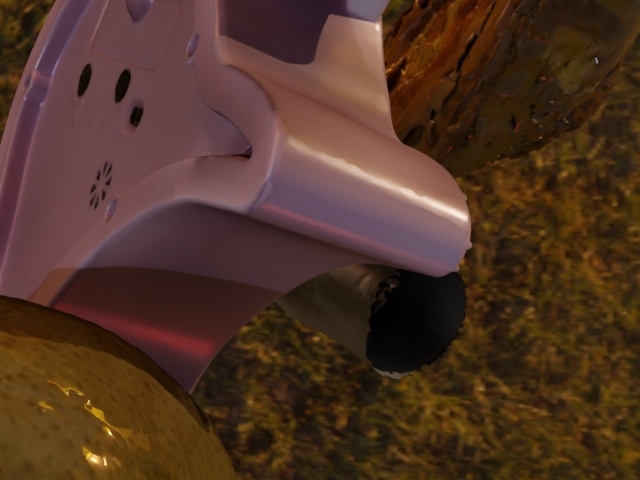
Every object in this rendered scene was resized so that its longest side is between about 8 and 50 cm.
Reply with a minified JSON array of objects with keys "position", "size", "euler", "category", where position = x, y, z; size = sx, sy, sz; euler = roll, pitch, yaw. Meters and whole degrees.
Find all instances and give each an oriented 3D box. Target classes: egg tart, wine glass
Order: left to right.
[{"position":[0.000,0.000,0.979],"size":[0.103,0.222,0.103],"euler":[-22,131,-28],"category":"wine glass"},{"position":[0.132,-0.136,0.847],"size":[0.132,0.297,0.297],"euler":[32,74,-6],"category":"egg tart"}]

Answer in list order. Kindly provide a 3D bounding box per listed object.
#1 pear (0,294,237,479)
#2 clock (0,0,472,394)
[{"position":[-0.129,0.119,0.465],"size":[0.188,0.211,0.229],"euler":[-45,133,-55],"category":"pear"},{"position":[-0.052,-0.017,0.563],"size":[0.080,0.290,0.275],"euler":[20,89,-27],"category":"clock"}]
